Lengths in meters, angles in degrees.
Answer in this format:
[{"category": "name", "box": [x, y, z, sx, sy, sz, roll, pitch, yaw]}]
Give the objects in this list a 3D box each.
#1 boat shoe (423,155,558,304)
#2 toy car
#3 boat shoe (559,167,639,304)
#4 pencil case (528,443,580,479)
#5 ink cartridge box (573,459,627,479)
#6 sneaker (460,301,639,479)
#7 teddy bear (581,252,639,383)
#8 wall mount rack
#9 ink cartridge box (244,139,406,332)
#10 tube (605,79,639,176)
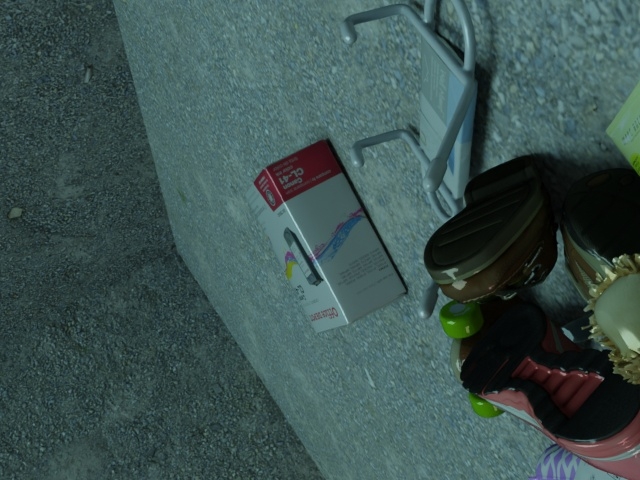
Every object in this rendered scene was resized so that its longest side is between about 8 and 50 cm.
[{"category": "boat shoe", "box": [0.189, 0.002, 0.804, 0.110, 0.307, 0.104, -22, 100, 29]}, {"category": "toy car", "box": [0.265, 0.125, 0.999, 0.188, 0.149, 0.155, -3, 121, 39]}, {"category": "boat shoe", "box": [0.330, 0.082, 0.736, 0.120, 0.122, 0.324, 85, 160, -60]}, {"category": "pencil case", "box": [0.346, 0.295, 1.013, 0.086, 0.088, 0.206, 60, 163, 5]}, {"category": "ink cartridge box", "box": [0.391, 0.249, 0.754, 0.332, 0.065, 0.165, 39, 119, 55]}, {"category": "sneaker", "box": [0.244, 0.163, 0.807, 0.136, 0.116, 0.314, 43, 180, -15]}, {"category": "teddy bear", "box": [0.340, 0.098, 0.542, 0.338, 0.113, 0.245, 27, 129, 10]}, {"category": "wall mount rack", "box": [0.118, -0.102, 0.950, 0.350, 0.130, 0.304, 83, 167, -48]}, {"category": "ink cartridge box", "box": [0.000, 0.000, 1.477, 0.306, 0.131, 0.226, 63, 162, 2]}, {"category": "tube", "box": [0.323, -0.026, 0.679, 0.070, 0.062, 0.240, -42, 66, 30]}]
